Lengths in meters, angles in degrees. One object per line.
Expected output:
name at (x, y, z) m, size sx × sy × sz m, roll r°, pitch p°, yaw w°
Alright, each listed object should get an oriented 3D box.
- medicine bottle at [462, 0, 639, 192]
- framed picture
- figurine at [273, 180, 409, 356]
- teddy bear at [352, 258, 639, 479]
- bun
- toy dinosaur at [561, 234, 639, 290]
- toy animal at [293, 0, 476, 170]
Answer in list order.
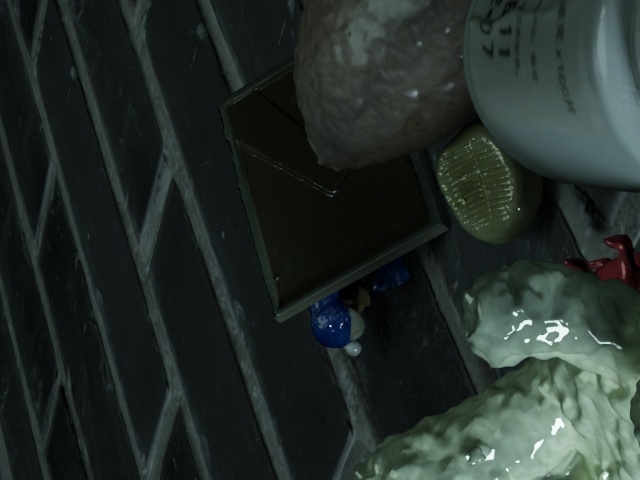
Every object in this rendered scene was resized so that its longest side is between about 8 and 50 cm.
medicine bottle at (0.252, -0.132, 1.315) m, size 0.371 × 0.211 × 0.211 m, roll -168°, pitch 77°, yaw -73°
framed picture at (0.007, -0.082, 2.066) m, size 0.213 × 0.016 × 0.289 m, roll -30°, pitch 55°, yaw 20°
figurine at (-0.004, -0.002, 2.135) m, size 0.164 × 0.120 × 0.262 m, roll 122°, pitch 139°, yaw -49°
teddy bear at (0.224, 0.142, 1.314) m, size 0.327 × 0.375 × 0.362 m, roll 49°, pitch 177°, yaw -3°
bun at (0.161, -0.056, 1.779) m, size 0.115 × 0.069 × 0.115 m, roll 18°, pitch 115°, yaw 46°
toy dinosaur at (0.267, 0.059, 1.545) m, size 0.286 × 0.070 × 0.139 m, roll -35°, pitch 69°, yaw 61°
toy animal at (0.086, -0.208, 1.774) m, size 0.358 × 0.188 × 0.226 m, roll -51°, pitch 35°, yaw 36°
